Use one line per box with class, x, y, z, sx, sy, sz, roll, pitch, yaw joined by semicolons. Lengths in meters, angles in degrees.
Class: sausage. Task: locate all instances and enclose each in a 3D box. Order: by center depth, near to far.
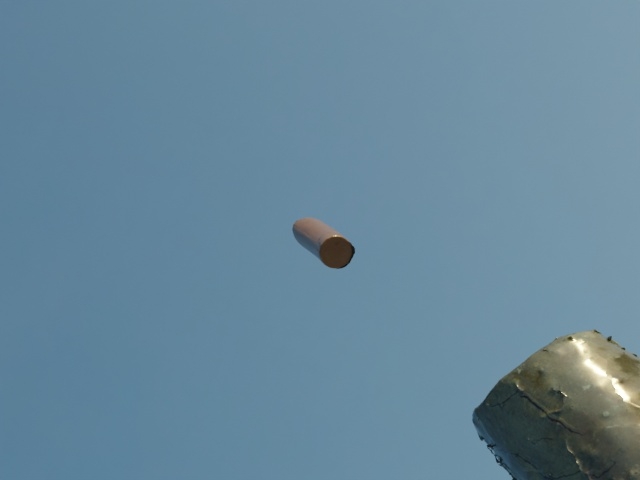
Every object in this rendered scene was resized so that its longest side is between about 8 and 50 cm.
sausage;0.000;0.000;1.396;0.116;0.026;0.026;-144;65;-75

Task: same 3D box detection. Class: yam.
yam;0.231;0.176;1.427;0.154;0.254;0.154;-23;-38;-20
